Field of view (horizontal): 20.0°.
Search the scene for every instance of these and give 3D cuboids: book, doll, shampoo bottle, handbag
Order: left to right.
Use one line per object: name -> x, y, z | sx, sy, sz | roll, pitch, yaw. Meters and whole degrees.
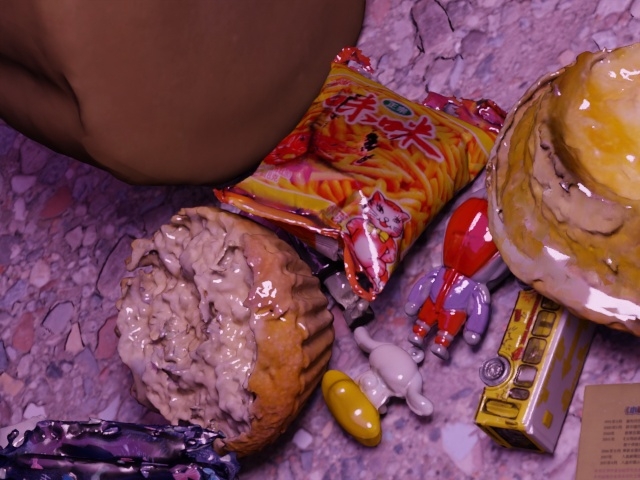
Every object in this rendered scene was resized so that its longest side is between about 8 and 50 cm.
handbag -> -0.210, 0.260, 1.865 | 0.260, 0.162, 0.113 | 2, 32, 5
shampoo bottle -> -0.001, 0.001, 1.951 | 0.057, 0.063, 0.207 | -30, 68, 1
doll -> 0.054, 0.141, 1.859 | 0.113, 0.071, 0.135 | -23, 49, 14
doll -> 0.160, 0.012, 1.844 | 0.102, 0.075, 0.227 | 23, 81, 34
book -> 0.309, 0.217, 1.661 | 0.168, 0.013, 0.192 | -6, 62, 33

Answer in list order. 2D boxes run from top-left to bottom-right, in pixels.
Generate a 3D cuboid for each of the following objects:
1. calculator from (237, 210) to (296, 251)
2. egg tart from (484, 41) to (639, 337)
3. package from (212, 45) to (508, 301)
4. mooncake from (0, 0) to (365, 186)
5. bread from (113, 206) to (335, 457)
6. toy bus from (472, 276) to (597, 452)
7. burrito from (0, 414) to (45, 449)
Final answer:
calculator -> -0.037, -0.024, 2.037 | 0.190, 0.034, 0.127 | -53, 46, -2
egg tart -> 0.314, -0.074, 1.695 | 0.345, 0.132, 0.345 | -6, 55, 8
package -> 0.041, -0.074, 1.908 | 0.223, 0.108, 0.288 | 30, 54, 19
mooncake -> -0.173, -0.289, 2.004 | 0.262, 0.467, 0.467 | 30, 85, 40
bread -> -0.093, 0.092, 1.912 | 0.274, 0.149, 0.274 | 12, 106, 46
toy bus -> 0.219, 0.091, 1.760 | 0.074, 0.081, 0.226 | 10, 68, 34
burrito -> -0.282, 0.378, 1.938 | 0.139, 0.101, 0.445 | -29, 50, 0
